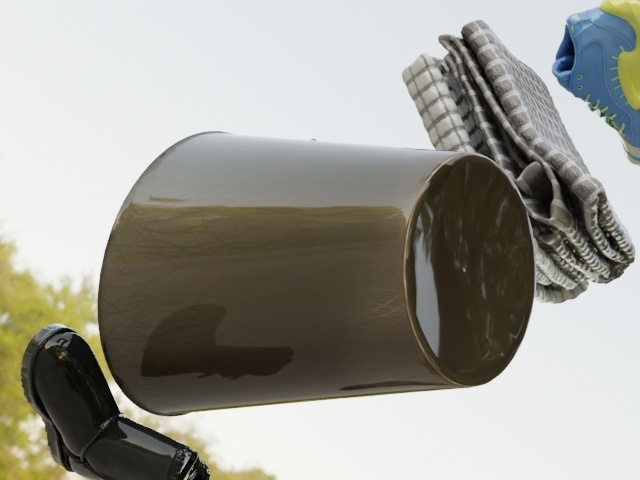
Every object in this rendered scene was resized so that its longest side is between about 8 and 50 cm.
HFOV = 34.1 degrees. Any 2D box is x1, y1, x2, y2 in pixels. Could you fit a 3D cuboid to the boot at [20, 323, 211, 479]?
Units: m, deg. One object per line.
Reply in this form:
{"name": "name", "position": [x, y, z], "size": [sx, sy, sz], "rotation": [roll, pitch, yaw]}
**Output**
{"name": "boot", "position": [-0.114, 0.110, 0.592], "size": [0.099, 0.045, 0.121], "rotation": [22, -46, 27]}

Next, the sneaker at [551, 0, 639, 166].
{"name": "sneaker", "position": [0.343, -0.187, 1.266], "size": [0.126, 0.091, 0.240], "rotation": [-12, -57, 4]}

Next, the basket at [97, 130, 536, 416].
{"name": "basket", "position": [0.001, 0.016, 0.635], "size": [0.227, 0.204, 0.154], "rotation": [-2, -32, 42]}

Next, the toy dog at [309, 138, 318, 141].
{"name": "toy dog", "position": [0.000, 0.000, 1.382], "size": [0.161, 0.333, 0.220], "rotation": [33, -35, -18]}

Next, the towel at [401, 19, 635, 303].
{"name": "towel", "position": [0.208, -0.074, 1.051], "size": [0.284, 0.121, 0.235], "rotation": [27, 38, -63]}
